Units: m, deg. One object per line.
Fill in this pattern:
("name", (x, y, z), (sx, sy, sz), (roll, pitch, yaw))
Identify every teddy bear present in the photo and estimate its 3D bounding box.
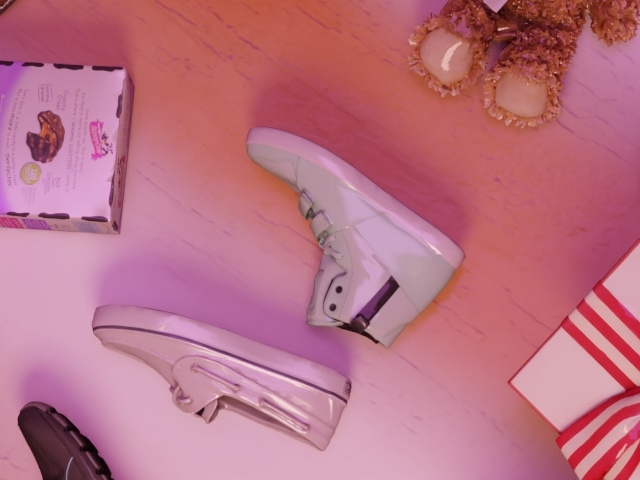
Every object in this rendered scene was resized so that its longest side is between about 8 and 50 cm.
("teddy bear", (0.225, -0.282, 2.012), (0.245, 0.113, 0.338), (9, 86, 12))

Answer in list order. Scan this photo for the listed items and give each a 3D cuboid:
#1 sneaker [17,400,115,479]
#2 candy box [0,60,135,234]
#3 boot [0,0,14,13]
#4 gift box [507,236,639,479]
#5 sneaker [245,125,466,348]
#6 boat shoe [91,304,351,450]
("sneaker", (-0.231, 0.279, 1.901), (0.106, 0.101, 0.267), (-35, 78, -3))
("candy box", (-0.297, -0.096, 2.001), (0.196, 0.070, 0.165), (4, 77, 4))
("boot", (-0.425, -0.286, 1.941), (0.264, 0.280, 0.096), (-16, 77, -1))
("gift box", (0.366, 0.118, 1.784), (0.276, 0.258, 0.255), (41, 114, 15))
("sneaker", (0.000, 0.000, 1.955), (0.256, 0.094, 0.151), (35, 84, 11))
("boat shoe", (-0.106, 0.138, 1.933), (0.267, 0.096, 0.088), (19, 74, -2))
